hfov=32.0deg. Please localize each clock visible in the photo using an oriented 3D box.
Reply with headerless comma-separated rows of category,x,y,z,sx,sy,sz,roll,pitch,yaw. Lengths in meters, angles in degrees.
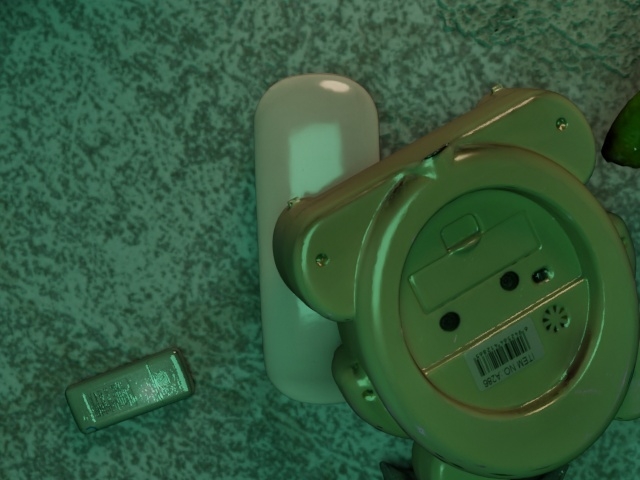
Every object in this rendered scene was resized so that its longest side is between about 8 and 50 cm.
clock,0.137,0.054,0.944,0.284,0.114,0.310,-30,105,-11

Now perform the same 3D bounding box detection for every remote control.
remote control,-0.183,0.145,1.070,0.124,0.018,0.053,-22,94,9

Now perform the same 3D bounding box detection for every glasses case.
glasses case,0.000,0.000,1.000,0.113,0.075,0.297,-1,98,3

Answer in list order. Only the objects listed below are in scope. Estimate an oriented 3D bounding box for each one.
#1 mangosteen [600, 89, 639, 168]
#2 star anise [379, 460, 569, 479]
mangosteen,0.382,-0.156,0.837,0.359,0.306,0.306,-1,98,31
star anise,0.144,0.259,1.026,0.208,0.063,0.172,26,98,3
